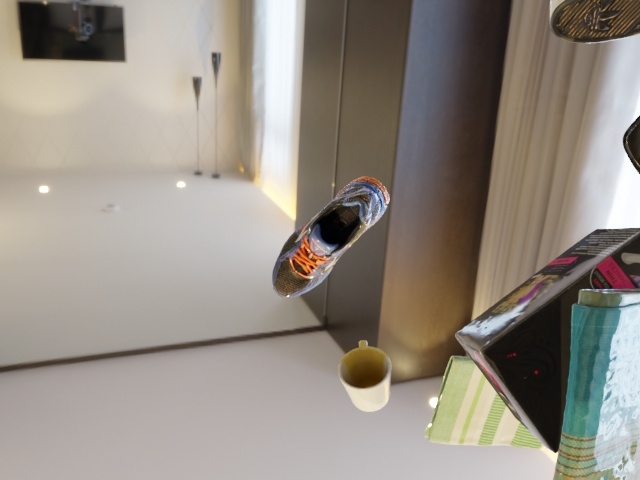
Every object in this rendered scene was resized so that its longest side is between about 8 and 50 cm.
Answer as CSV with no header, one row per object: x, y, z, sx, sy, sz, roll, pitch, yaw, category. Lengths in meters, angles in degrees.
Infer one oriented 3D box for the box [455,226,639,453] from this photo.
0.348,0.122,0.767,0.270,0.165,0.143,-37,180,1,box

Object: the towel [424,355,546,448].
0.412,0.362,1.265,0.324,0.248,0.038,6,-154,-10,towel

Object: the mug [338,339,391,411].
0.061,0.167,0.688,0.062,0.064,0.078,13,-135,30,mug

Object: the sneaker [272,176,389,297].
0.000,0.000,0.795,0.083,0.221,0.087,41,-158,4,sneaker

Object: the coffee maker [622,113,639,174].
0.623,-0.156,0.970,0.178,0.171,0.120,-5,-143,-12,coffee maker

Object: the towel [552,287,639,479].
0.323,0.227,0.598,0.271,0.370,0.040,2,-173,-36,towel

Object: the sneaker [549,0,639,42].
0.379,-0.308,0.569,0.295,0.178,0.124,-3,161,15,sneaker
